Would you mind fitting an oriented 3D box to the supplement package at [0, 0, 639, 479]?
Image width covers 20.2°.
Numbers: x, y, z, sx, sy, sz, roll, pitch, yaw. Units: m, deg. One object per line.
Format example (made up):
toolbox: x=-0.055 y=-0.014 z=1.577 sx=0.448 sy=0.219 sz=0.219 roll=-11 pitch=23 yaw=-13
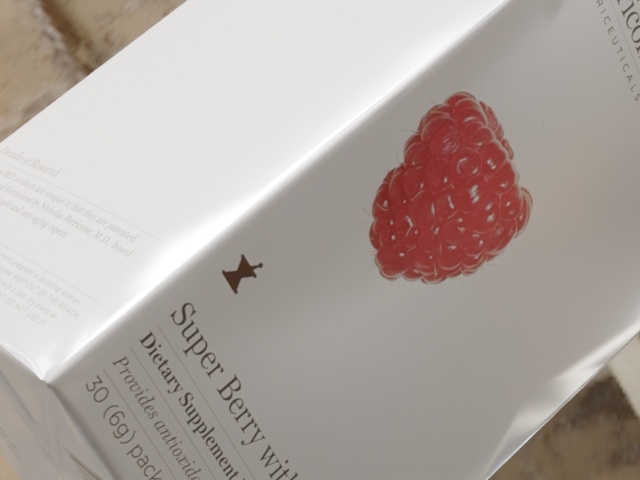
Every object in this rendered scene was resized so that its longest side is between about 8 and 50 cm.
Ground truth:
supplement package: x=0.000 y=0.000 z=0.746 sx=0.293 sy=0.175 sz=0.177 roll=-41 pitch=-56 yaw=-19
